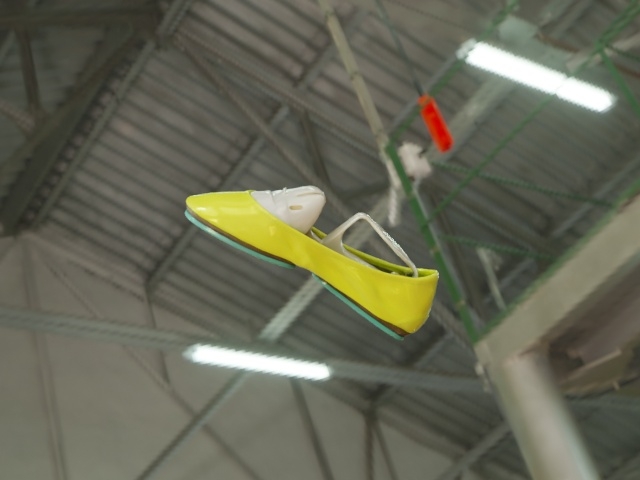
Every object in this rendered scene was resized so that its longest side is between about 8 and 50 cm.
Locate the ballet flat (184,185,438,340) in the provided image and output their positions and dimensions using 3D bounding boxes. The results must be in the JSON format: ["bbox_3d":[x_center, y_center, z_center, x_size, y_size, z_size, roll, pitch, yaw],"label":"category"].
[{"bbox_3d":[0.000,0.000,1.007,0.231,0.077,0.077,30,-79,-10],"label":"ballet flat"}]
